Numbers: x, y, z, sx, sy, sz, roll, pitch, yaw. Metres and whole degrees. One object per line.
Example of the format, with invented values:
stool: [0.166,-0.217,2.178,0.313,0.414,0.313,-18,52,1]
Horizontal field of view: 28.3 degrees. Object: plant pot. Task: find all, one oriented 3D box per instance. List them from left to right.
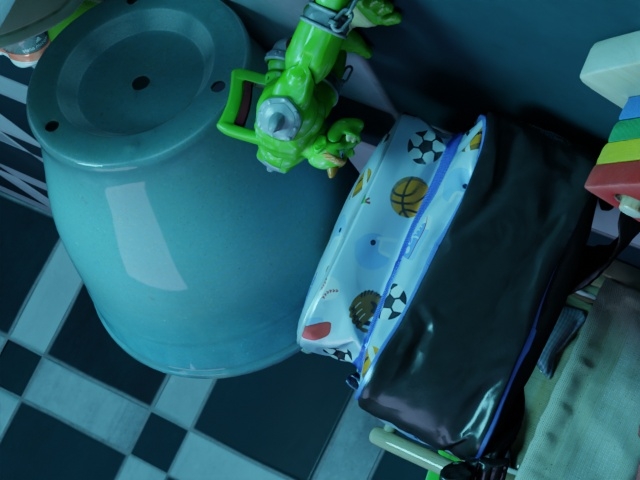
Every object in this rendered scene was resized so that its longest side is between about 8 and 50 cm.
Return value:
plant pot: [-0.110,-0.063,1.065,0.272,0.271,0.255,22,155,27]

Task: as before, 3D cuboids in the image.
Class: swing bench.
swing bench: [0.230,0.148,1.257,0.255,0.253,0.165,16,166,47]

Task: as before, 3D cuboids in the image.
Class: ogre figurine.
ogre figurine: [-0.009,-0.110,0.878,0.097,0.118,0.197,29,172,-17]

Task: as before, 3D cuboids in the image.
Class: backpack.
backpack: [0.105,0.032,0.982,0.213,0.276,0.263,29,179,11]

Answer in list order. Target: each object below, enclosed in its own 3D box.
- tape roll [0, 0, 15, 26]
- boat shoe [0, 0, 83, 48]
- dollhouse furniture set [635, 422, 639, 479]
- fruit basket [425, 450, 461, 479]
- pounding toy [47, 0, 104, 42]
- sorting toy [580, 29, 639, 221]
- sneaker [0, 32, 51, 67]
tape roll: [-0.277,-0.160,0.825,0.100,0.286,0.286,31,170,-25]
boat shoe: [-0.356,-0.192,1.030,0.113,0.340,0.127,-144,37,-78]
dollhouse furniture set: [0.396,0.146,0.739,0.374,0.152,0.201,7,-179,-14]
fruit basket: [0.269,0.263,1.580,0.283,0.392,0.392,22,170,28]
pounding toy: [-0.217,-0.158,1.220,0.183,0.110,0.237,20,170,34]
sorting toy: [0.289,-0.018,0.658,0.257,0.089,0.255,29,171,-18]
sneaker: [-0.349,-0.237,1.379,0.158,0.061,0.065,18,142,37]
